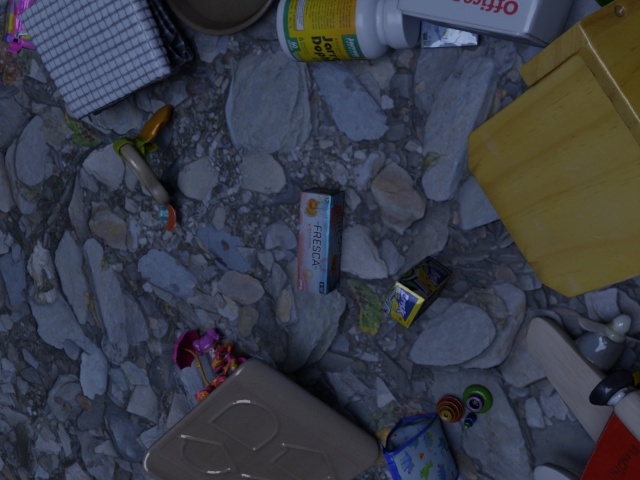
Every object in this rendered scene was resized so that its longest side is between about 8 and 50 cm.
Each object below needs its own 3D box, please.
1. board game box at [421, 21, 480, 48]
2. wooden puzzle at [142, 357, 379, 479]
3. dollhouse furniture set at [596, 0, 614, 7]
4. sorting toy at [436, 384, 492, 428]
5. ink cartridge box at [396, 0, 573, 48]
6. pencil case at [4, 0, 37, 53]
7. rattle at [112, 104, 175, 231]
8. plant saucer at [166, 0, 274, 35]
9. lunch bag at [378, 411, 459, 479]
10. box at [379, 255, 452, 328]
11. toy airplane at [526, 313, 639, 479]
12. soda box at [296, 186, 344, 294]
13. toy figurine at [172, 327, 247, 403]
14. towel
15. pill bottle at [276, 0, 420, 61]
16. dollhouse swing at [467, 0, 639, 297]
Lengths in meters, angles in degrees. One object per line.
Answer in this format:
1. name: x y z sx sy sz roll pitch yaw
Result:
1. board game box: 0.202 -0.345 1.053 0.090 0.020 0.090 6 104 27
2. wooden puzzle: -0.115 0.395 1.297 0.322 0.081 0.348 38 114 -17
3. dollhouse furniture set: 0.383 -0.398 0.949 0.076 0.058 0.152 -30 68 36
4. sorting toy: 0.244 0.290 1.164 0.102 0.042 0.061 -29 88 29
5. ink cartridge box: 0.250 -0.425 0.918 0.211 0.121 0.289 26 107 34
6. pencil case: -0.568 -0.493 1.366 0.104 0.104 0.237 24 110 20
7. rattle: -0.306 -0.140 1.352 0.200 0.142 0.130 52 152 -9
8. plant saucer: -0.171 -0.503 1.195 0.277 0.041 0.278 6 104 25
9. lunch bag: 0.162 0.387 1.166 0.096 0.151 0.129 -20 93 29
10. box: 0.156 0.080 1.088 0.054 0.169 0.059 34 114 16
11. toy airplane: 0.467 0.290 0.938 0.384 0.272 0.387 -9 101 68
12. soda box: 0.000 0.000 1.213 0.062 0.058 0.183 10 107 25
13. toy figurine: -0.221 0.241 1.362 0.173 0.130 0.159 -39 73 6
14. towel: -0.397 -0.382 1.275 0.283 0.121 0.235 -17 103 30
15. pill bottle: 0.046 -0.344 1.076 0.208 0.117 0.118 6 104 26
16. dollhouse swing: 0.440 -0.128 0.961 0.315 0.305 0.347 -31 85 -13
